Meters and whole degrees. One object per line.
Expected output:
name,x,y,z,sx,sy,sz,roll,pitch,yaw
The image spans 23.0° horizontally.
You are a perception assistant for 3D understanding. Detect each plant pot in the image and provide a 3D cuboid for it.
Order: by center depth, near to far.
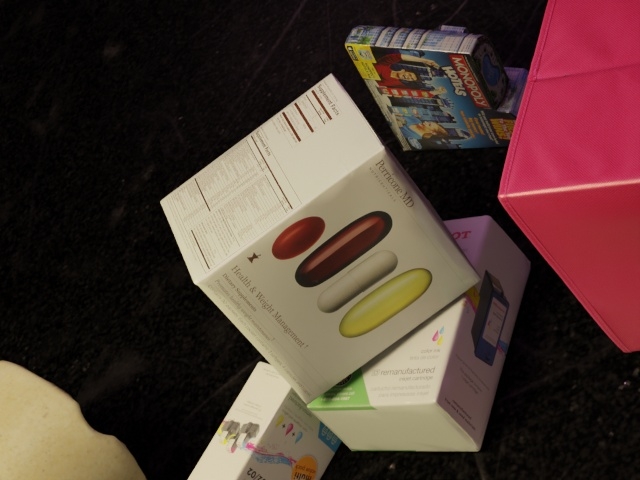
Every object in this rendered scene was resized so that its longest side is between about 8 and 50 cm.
plant pot,-0.347,0.302,1.584,0.333,0.334,0.305,12,54,46

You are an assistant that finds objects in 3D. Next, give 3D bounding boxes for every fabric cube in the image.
fabric cube,0.341,-0.080,1.330,0.258,0.254,0.259,-8,51,37

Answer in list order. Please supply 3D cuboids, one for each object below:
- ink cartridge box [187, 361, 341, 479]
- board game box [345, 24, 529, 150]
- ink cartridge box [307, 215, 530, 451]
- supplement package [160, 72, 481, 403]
ink cartridge box,-0.058,0.224,1.532,0.061,0.104,0.181,14,67,45
board game box,0.151,-0.161,1.654,0.194,0.194,0.060,8,62,29
ink cartridge box,0.097,0.090,1.523,0.154,0.093,0.212,-6,50,38
supplement package,0.000,0.000,1.454,0.203,0.194,0.149,-37,37,5
